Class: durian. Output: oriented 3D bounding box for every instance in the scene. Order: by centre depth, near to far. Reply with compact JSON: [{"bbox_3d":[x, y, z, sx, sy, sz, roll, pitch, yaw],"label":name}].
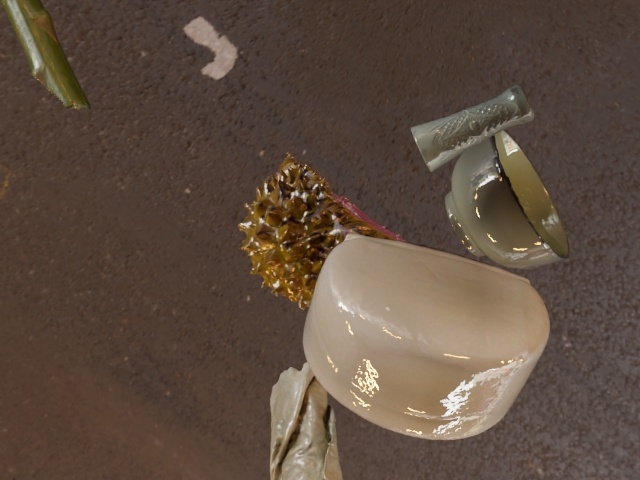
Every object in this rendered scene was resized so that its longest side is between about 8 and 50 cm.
[{"bbox_3d":[0.001,0.001,0.929,0.341,0.191,0.112,39,161,29],"label":"durian"}]

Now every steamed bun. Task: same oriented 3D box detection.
[{"bbox_3d":[0.103,0.105,0.698,0.242,0.164,0.146,15,128,2],"label":"steamed bun"}]

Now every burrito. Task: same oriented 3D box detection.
[{"bbox_3d":[-0.014,0.339,0.845,0.076,0.392,0.117,22,134,-32],"label":"burrito"}]

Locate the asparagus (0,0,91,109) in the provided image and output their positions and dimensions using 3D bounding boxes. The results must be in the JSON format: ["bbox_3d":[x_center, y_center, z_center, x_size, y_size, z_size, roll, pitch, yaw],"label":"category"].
[{"bbox_3d":[-0.304,-0.211,0.735,0.045,0.041,0.178,-26,80,-11],"label":"asparagus"}]

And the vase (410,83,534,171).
[{"bbox_3d":[0.292,-0.220,1.288,0.219,0.096,0.096,-24,109,14],"label":"vase"}]

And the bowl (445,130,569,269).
[{"bbox_3d":[0.417,-0.077,1.585,0.185,0.354,0.354,-29,107,27],"label":"bowl"}]
